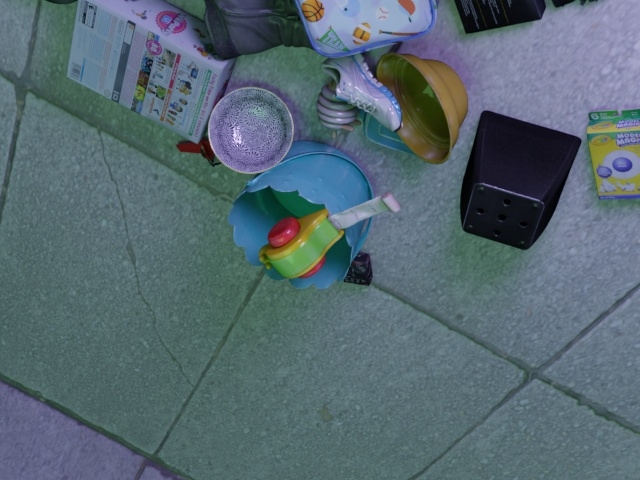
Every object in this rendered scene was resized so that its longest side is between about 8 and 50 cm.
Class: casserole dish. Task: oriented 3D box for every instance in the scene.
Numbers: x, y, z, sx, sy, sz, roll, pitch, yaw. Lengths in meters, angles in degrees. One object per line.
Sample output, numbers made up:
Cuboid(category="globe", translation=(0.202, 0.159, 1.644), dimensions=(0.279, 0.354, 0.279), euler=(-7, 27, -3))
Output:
Cuboid(category="casserole dish", translation=(0.160, -0.211, 1.831), dimensions=(0.188, 0.037, 0.114), euler=(18, 139, 8))

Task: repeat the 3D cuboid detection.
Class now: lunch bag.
Cuboid(category="lunch bag", translation=(0.066, -0.449, 1.543), dimensions=(0.243, 0.115, 0.303), euler=(-13, 121, 15))

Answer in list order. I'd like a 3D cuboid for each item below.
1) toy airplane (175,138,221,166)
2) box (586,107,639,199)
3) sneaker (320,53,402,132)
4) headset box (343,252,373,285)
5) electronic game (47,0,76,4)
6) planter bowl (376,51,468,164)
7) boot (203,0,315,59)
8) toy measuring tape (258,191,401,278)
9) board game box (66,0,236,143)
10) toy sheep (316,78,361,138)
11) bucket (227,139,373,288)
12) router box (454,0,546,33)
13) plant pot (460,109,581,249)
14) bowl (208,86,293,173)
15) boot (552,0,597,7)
Cuboid(category="toy airplane", translation=(-0.253, -0.214, 2.043), dimensions=(0.151, 0.028, 0.151), euler=(13, 137, 12))
Cuboid(category="box", translation=(0.533, -0.153, 1.697), dimensions=(0.105, 0.043, 0.179), euler=(-1, 130, 28))
Cuboid(category="sneaker", translation=(0.070, -0.262, 1.739), dimensions=(0.191, 0.083, 0.071), euler=(51, 157, 10))
Cuboid(category="headset box", translation=(0.080, 0.059, 2.151), dimensions=(0.062, 0.032, 0.083), euler=(7, 134, 20))
Cuboid(category="electronic game", translation=(-0.526, -0.554, 1.817), dimensions=(0.229, 0.048, 0.229), euler=(19, 137, 19))
Cuboid(category="planter bowl", translation=(0.197, -0.250, 1.702), dimensions=(0.217, 0.090, 0.217), euler=(50, 160, 26))
Cuboid(category="boot", translation=(-0.116, -0.472, 1.669), dimensions=(0.222, 0.118, 0.338), euler=(-4, 138, 21))
Cuboid(category="toy measuring tape", translation=(0.000, 0.000, 1.793), dimensions=(0.330, 0.121, 0.121), euler=(-19, 122, 39))
Cuboid(category="board game box", translation=(-0.331, -0.355, 1.888), dimensions=(0.303, 0.097, 0.224), euler=(29, 140, 0))
Cuboid(category="toy sheep", translation=(0.034, -0.250, 1.818), dimensions=(0.091, 0.091, 0.132), euler=(16, 121, 12))
Cuboid(category="bucket", translation=(-0.031, -0.058, 1.974), dimensions=(0.281, 0.183, 0.281), euler=(14, 138, 13))
Cuboid(category="router box", translation=(0.272, -0.427, 1.543), dimensions=(0.133, 0.046, 0.179), euler=(-4, 130, 30))
Cuboid(category="plant pot", translation=(0.349, -0.096, 1.755), dimensions=(0.187, 0.167, 0.188), euler=(18, 137, 9))
Cuboid(category="bowl", translation=(-0.135, -0.217, 1.920), dimensions=(0.170, 0.080, 0.170), euler=(0, 93, 2))
Cuboid(category="boot", translation=(0.395, -0.417, 1.493), dimensions=(0.099, 0.045, 0.121), euler=(-9, 135, 37))
